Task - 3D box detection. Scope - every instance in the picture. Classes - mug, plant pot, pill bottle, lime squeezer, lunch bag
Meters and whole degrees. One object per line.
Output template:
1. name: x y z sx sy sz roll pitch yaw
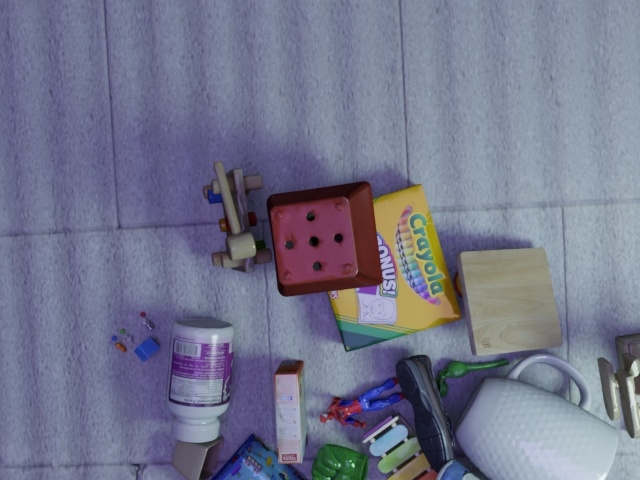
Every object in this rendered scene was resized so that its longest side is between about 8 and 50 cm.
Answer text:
1. mug: 0.540 0.461 1.737 0.328 0.276 0.374 29 69 12
2. plant pot: 0.000 0.000 1.651 0.267 0.236 0.267 -8 90 6
3. plant pot: -0.339 0.582 1.873 0.096 0.109 0.109 18 93 16
4. pill bottle: -0.319 0.366 1.827 0.169 0.169 0.302 5 93 4
5. lime squeezer: 0.349 0.389 1.846 0.310 0.059 0.110 -43 121 4
6. lunch bag: -0.203 0.715 1.862 0.221 0.138 0.293 41 104 -1

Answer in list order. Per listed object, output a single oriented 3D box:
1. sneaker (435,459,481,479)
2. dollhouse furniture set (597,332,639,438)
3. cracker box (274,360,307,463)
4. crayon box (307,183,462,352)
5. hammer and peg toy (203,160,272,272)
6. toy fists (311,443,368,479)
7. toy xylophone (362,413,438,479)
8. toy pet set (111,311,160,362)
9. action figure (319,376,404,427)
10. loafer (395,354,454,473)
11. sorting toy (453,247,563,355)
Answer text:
1. sneaker: 0.416 0.678 1.703 0.127 0.182 0.315 -51 130 -13
2. dollhouse furniture set: 0.856 0.374 1.628 0.361 0.394 0.257 -10 92 5
3. cracker box: -0.077 0.446 1.817 0.067 0.156 0.233 -3 92 4
4. crayon box: 0.164 0.071 1.810 0.312 0.106 0.363 -17 90 5
5. hammer and peg toy: -0.199 -0.054 1.714 0.127 0.361 0.266 -8 91 -16
6. toy fists: 0.040 0.661 1.819 0.142 0.096 0.279 10 115 18
7. toy xylophone: 0.223 0.622 1.834 0.322 0.081 0.236 44 96 -2
8. toy pet set: -0.503 0.276 1.887 0.122 0.065 0.114 -41 89 5
9. action figure: 0.124 0.432 1.817 0.280 0.139 0.092 -22 89 7
10. loafer: 0.290 0.437 1.765 0.095 0.109 0.303 -14 80 -32
11. sorting toy: 0.463 0.157 1.761 0.257 0.089 0.256 -2 77 -21
